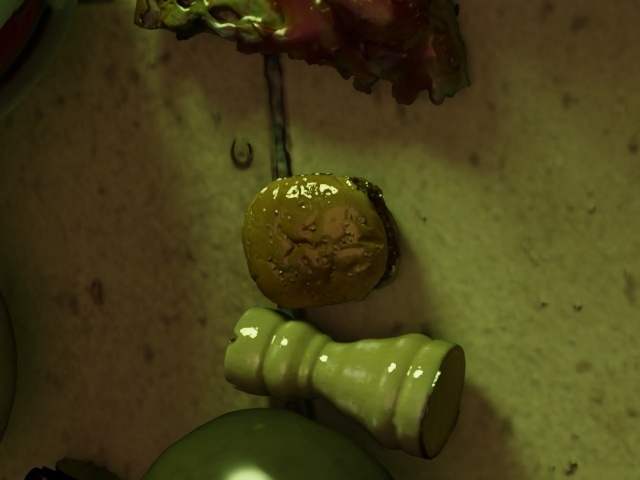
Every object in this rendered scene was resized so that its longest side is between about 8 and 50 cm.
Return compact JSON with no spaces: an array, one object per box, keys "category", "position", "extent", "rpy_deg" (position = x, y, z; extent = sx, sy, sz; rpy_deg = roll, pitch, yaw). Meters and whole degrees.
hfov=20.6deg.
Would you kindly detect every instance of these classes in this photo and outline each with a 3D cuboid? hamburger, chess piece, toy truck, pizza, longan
[{"category":"hamburger","position":[0.000,0.000,0.950],"extent":[0.083,0.044,0.076],"rpy_deg":[-15,93,23]},{"category":"chess piece","position":[0.011,0.072,0.948],"extent":[0.122,0.066,0.066],"rpy_deg":[14,103,19]},{"category":"toy truck","position":[-0.149,0.173,1.024],"extent":[0.049,0.054,0.083],"rpy_deg":[19,105,15]},{"category":"pizza","position":[0.007,-0.151,0.916],"extent":[0.193,0.053,0.201],"rpy_deg":[37,108,10]},{"category":"longan","position":[-0.028,0.178,0.924],"extent":[0.189,0.189,0.189],"rpy_deg":[3,100,18]}]

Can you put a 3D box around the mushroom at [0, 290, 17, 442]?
[{"category":"mushroom","position":[-0.279,0.067,1.000],"extent":[0.204,0.204,0.204],"rpy_deg":[3,100,18]}]

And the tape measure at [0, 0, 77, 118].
[{"category":"tape measure","position":[-0.246,-0.147,0.938],"extent":[0.243,0.125,0.246],"rpy_deg":[38,78,14]}]
